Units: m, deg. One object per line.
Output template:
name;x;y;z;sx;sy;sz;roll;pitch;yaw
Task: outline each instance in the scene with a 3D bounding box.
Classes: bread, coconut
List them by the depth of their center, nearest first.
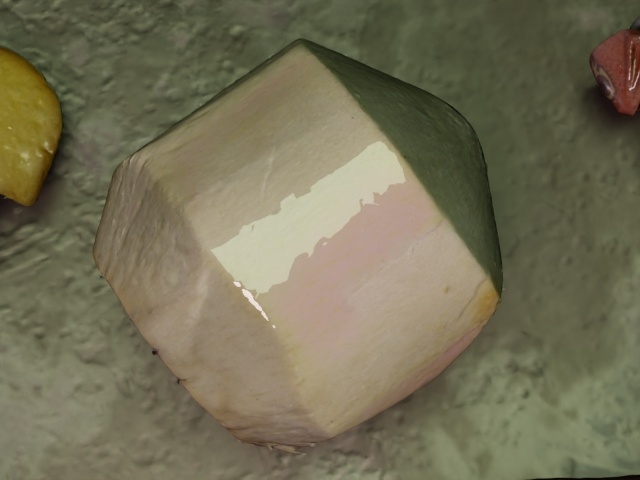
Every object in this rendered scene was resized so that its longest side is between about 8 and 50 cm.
coconut;-0.001;-0.001;0.802;0.241;0.241;0.241;0;75;1
bread;-0.256;-0.076;0.908;0.149;0.065;0.187;-41;75;-20

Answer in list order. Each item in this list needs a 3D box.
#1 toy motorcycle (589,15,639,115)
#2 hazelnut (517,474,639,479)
toy motorcycle;0.248;-0.146;0.906;0.118;0.084;0.212;20;68;8
hazelnut;0.150;0.287;0.670;0.366;0.366;0.366;0;75;1
